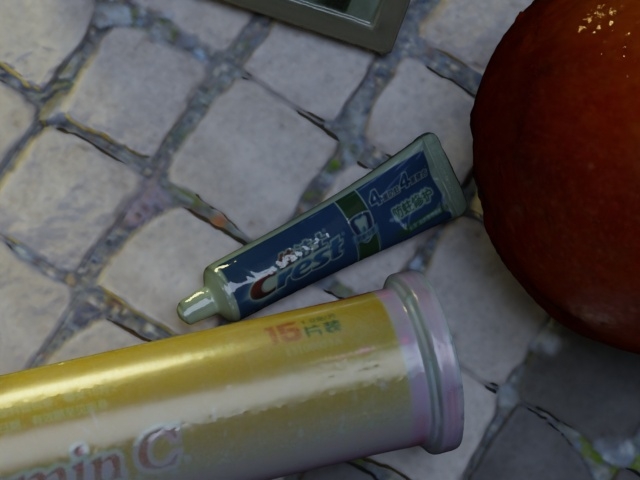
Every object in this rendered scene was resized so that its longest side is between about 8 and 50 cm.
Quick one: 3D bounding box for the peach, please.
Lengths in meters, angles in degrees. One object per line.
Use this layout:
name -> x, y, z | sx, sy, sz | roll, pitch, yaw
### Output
peach -> 0.220, -0.064, 0.987 | 0.281, 0.238, 0.281 | 0, 95, -5

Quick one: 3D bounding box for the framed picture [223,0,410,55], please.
framed picture -> -0.018, -0.276, 0.991 | 0.232, 0.315, 0.024 | 17, 34, -5

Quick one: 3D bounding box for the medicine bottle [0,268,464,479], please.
medicine bottle -> -0.138, 0.109, 0.946 | 0.426, 0.108, 0.108 | -11, 78, -12

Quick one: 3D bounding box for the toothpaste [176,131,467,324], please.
toothpaste -> 0.000, 0.000, 1.037 | 0.197, 0.035, 0.057 | -28, 98, -17
